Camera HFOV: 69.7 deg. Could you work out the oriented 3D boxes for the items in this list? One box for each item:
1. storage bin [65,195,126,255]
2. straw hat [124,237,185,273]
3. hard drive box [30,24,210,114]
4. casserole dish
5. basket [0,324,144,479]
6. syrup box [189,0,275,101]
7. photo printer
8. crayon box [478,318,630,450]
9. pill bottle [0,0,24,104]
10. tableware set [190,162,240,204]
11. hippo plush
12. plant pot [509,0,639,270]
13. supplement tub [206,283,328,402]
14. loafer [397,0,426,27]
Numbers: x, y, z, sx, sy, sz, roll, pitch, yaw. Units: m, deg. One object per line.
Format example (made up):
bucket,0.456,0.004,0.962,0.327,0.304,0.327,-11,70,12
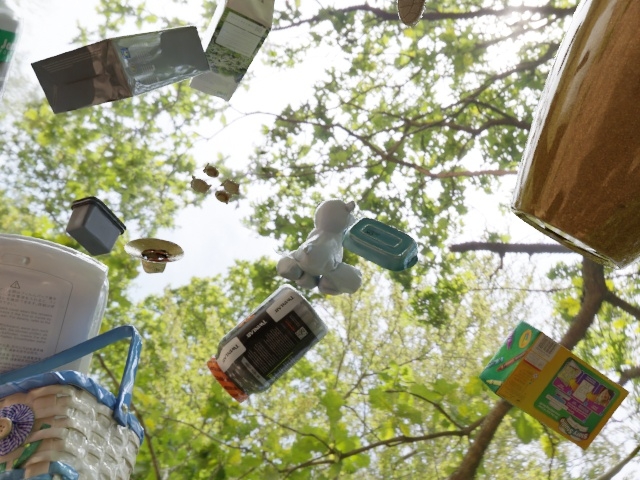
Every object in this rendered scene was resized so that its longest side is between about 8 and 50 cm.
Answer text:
storage bin,-0.572,-0.028,1.150,0.099,0.135,0.091,-12,-134,14
straw hat,-0.399,0.049,1.104,0.145,0.145,0.061,31,-63,40
hard drive box,-0.340,-0.307,0.815,0.181,0.089,0.232,-2,-152,24
casserole dish,0.137,0.002,1.048,0.189,0.036,0.114,26,-133,26
basket,-0.363,0.250,0.601,0.255,0.200,0.289,-24,-149,-4
syrup box,-0.185,-0.400,0.939,0.237,0.093,0.096,-34,-133,53
photo printer,-0.502,0.143,0.749,0.107,0.256,0.307,38,-68,67
crayon box,0.514,0.319,1.015,0.165,0.279,0.081,-56,-168,4
pill bottle,-0.579,-0.295,0.683,0.204,0.204,0.360,42,-69,40
tableware set,-0.355,-0.189,1.568,0.020,0.169,0.141,-49,-164,41
hippo plush,0.000,0.000,1.304,0.235,0.294,0.236,-5,-123,41
plant pot,0.305,-0.109,0.441,0.237,0.237,0.254,40,-77,40
supplement tub,-0.159,0.310,1.385,0.338,0.207,0.207,-41,-131,-12
loafer,0.144,-0.382,0.701,0.045,0.039,0.125,-1,-95,28
